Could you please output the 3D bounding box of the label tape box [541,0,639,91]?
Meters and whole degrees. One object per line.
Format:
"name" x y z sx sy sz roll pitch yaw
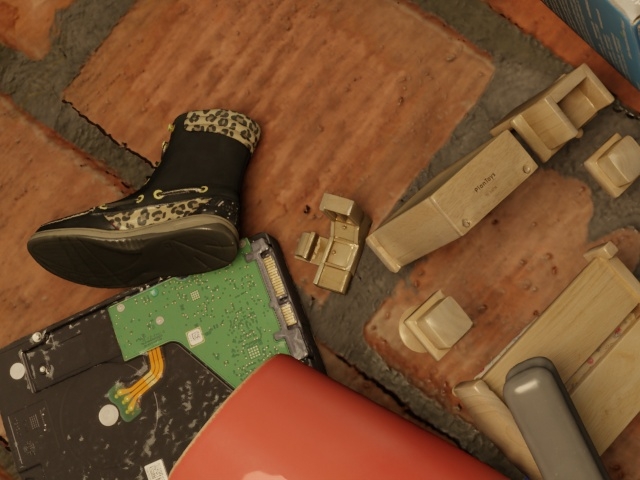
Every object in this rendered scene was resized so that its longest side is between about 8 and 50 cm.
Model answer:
"label tape box" 0.225 -0.301 1.267 0.106 0.240 0.334 -44 70 5

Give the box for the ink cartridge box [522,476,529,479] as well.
"ink cartridge box" 0.187 0.297 1.205 0.097 0.046 0.207 30 56 21

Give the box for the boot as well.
"boot" -0.177 -0.045 1.404 0.236 0.085 0.179 -5 48 22

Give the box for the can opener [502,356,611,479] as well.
"can opener" 0.214 0.235 1.113 0.093 0.074 0.280 -21 94 11

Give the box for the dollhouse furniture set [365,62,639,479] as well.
"dollhouse furniture set" 0.233 0.071 1.278 0.303 0.174 0.355 -42 93 -20

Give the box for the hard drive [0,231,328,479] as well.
"hard drive" -0.162 0.163 1.386 0.339 0.064 0.237 -26 72 12

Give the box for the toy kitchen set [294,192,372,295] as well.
"toy kitchen set" 0.000 0.000 1.362 0.068 0.075 0.083 16 80 21

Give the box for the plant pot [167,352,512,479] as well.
"plant pot" 0.000 0.246 1.184 0.243 0.275 0.275 38 92 10
